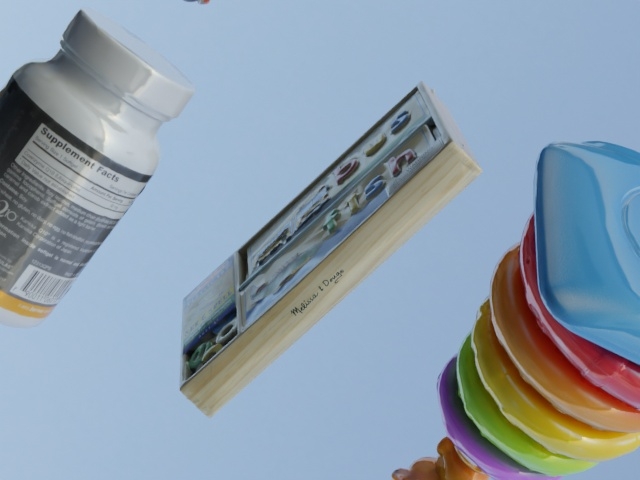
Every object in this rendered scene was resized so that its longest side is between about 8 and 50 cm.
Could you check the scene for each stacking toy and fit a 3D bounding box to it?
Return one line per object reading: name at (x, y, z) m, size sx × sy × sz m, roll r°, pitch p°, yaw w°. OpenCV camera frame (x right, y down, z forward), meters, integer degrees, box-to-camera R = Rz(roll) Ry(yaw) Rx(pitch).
stacking toy at (0.139, 0.097, 0.986) m, size 0.302 × 0.175 × 0.165 m, roll -53°, pitch -161°, yaw 38°

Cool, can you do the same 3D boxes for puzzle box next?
puzzle box at (0.000, 0.000, 1.771) m, size 0.409 × 0.052 × 0.272 m, roll -43°, pitch -164°, yaw 10°

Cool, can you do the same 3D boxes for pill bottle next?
pill bottle at (-0.249, -0.068, 1.446) m, size 0.278 × 0.162 × 0.162 m, roll -53°, pitch -137°, yaw 8°

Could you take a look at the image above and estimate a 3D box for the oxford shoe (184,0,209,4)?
oxford shoe at (-0.178, -0.350, 1.533) m, size 0.098 × 0.271 × 0.097 m, roll -21°, pitch -151°, yaw -5°
